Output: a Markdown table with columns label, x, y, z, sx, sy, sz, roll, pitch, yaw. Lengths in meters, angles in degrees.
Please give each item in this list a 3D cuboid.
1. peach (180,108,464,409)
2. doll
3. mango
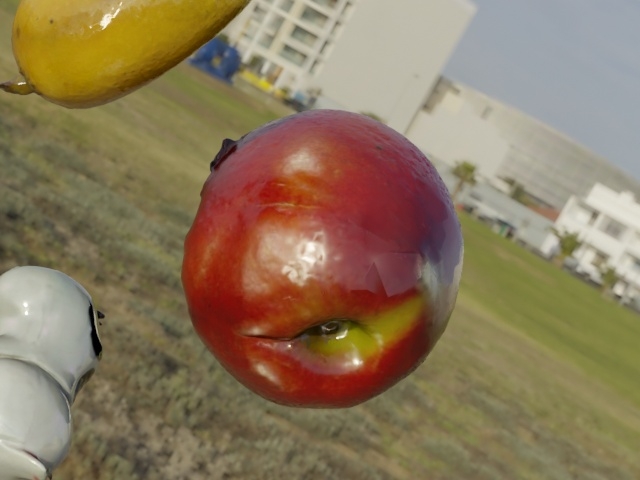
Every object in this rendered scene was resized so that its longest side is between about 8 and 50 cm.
| label | x | y | z | sx | sy | sz | roll | pitch | yaw |
| --- | --- | --- | --- | --- | --- | --- | --- | --- | --- |
| peach | 0.000 | 0.000 | 1.182 | 0.281 | 0.281 | 0.338 | 27 | 28 | -25 |
| doll | -0.232 | 0.108 | 0.914 | 0.107 | 0.110 | 0.180 | 26 | 46 | -14 |
| mango | -0.134 | -0.213 | 0.992 | 0.119 | 0.317 | 0.176 | 60 | -8 | -24 |
